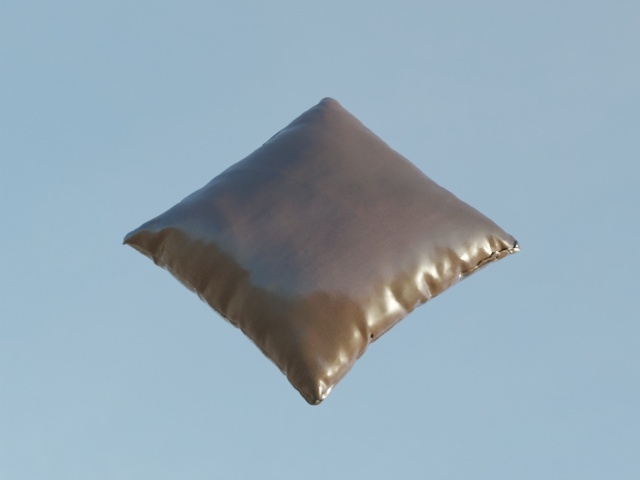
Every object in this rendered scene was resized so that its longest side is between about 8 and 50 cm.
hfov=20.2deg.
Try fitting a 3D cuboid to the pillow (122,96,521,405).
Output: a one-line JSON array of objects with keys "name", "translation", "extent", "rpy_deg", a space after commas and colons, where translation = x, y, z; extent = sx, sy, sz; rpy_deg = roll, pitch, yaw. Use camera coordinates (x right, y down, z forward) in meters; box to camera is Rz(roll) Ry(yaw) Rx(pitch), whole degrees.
[{"name": "pillow", "translation": [0.000, 0.000, 1.906], "extent": [0.305, 0.308, 0.108], "rpy_deg": [39, -29, 30]}]
